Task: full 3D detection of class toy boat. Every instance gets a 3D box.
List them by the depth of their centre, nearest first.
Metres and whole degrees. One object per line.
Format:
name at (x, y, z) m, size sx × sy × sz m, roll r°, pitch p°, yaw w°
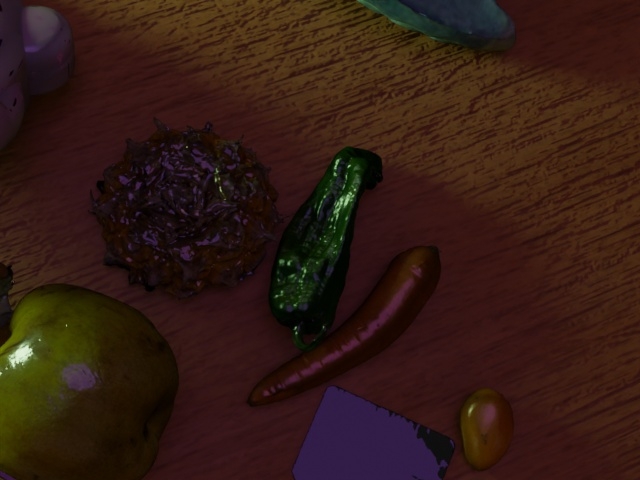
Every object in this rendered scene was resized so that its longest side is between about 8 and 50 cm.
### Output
toy boat at (0.108, -0.359, 1.131) m, size 0.330 × 0.123 × 0.215 m, roll 22°, pitch 81°, yaw -15°

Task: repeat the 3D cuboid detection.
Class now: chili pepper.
chili pepper at (0.005, 0.002, 1.018) m, size 0.100 × 0.074 × 0.257 m, roll 7°, pitch 67°, yaw 27°

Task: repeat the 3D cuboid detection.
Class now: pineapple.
pineapple at (-0.144, -0.041, 1.007) m, size 0.225 × 0.076 × 0.225 m, roll 3°, pitch 71°, yaw -8°

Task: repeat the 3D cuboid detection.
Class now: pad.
pad at (0.058, 0.236, 1.010) m, size 0.157 × 0.003 × 0.112 m, roll 25°, pitch 73°, yaw -3°

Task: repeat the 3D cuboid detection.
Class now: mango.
mango at (0.179, 0.206, 1.017) m, size 0.060 × 0.046 × 0.089 m, roll 12°, pitch 87°, yaw -4°

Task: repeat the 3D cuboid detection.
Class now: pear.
pear at (-0.232, 0.142, 0.890) m, size 0.200 × 0.200 × 0.200 m, roll 2°, pitch 75°, yaw -9°

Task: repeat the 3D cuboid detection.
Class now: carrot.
carrot at (0.039, 0.102, 1.015) m, size 0.271 × 0.062 × 0.066 m, roll -44°, pitch 119°, yaw -13°

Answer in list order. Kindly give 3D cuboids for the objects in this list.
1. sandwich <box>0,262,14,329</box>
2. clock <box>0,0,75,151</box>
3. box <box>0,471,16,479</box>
sandwich at (-0.422, 0.063, 0.892) m, size 0.236 × 0.122 × 0.128 m, roll 11°, pitch 60°, yaw 4°
clock at (-0.433, -0.171, 0.934) m, size 0.295 × 0.113 × 0.322 m, roll 33°, pitch 55°, yaw 12°
box at (-0.323, 0.207, 0.944) m, size 0.082 × 0.023 × 0.051 m, roll 31°, pitch 74°, yaw 0°
